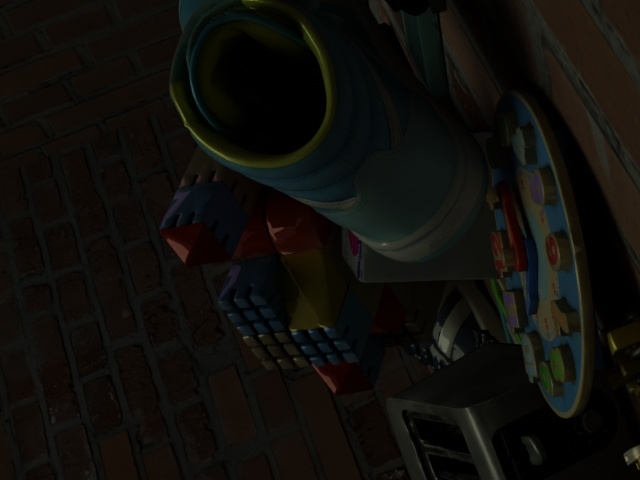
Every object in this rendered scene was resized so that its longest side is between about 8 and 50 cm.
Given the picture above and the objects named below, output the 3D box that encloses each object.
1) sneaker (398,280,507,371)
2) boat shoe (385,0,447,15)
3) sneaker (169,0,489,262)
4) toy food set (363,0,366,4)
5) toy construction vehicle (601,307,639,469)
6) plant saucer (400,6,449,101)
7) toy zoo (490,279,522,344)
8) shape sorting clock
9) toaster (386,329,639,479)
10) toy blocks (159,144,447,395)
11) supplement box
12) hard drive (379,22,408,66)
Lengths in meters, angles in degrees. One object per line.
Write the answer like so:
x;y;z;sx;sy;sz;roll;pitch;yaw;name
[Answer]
0.109;0.091;1.666;0.131;0.148;0.350;70;177;-63;sneaker
-0.007;-0.271;1.147;0.127;0.113;0.340;68;180;-56;boat shoe
-0.040;-0.128;1.020;0.208;0.127;0.319;27;-167;-49;sneaker
-0.045;-0.348;1.615;0.306;0.092;0.219;43;-155;-78;toy food set
0.184;0.091;0.912;0.098;0.035;0.085;72;176;-75;toy construction vehicle
0.080;-0.180;1.270;0.192;0.018;0.067;68;180;-66;plant saucer
0.204;0.153;1.312;0.293;0.030;0.192;69;178;-47;toy zoo
0.133;0.008;0.966;0.206;0.040;0.206;170;90;-89;shape sorting clock
0.143;0.162;1.116;0.186;0.110;0.168;-2;110;68;toaster
0.000;0.000;1.420;0.381;0.191;0.261;55;-140;-36;toy blocks
0.076;-0.032;1.227;0.220;0.114;0.111;-111;19;-86;supplement box
0.086;-0.141;1.565;0.094;0.022;0.135;70;178;-67;hard drive
